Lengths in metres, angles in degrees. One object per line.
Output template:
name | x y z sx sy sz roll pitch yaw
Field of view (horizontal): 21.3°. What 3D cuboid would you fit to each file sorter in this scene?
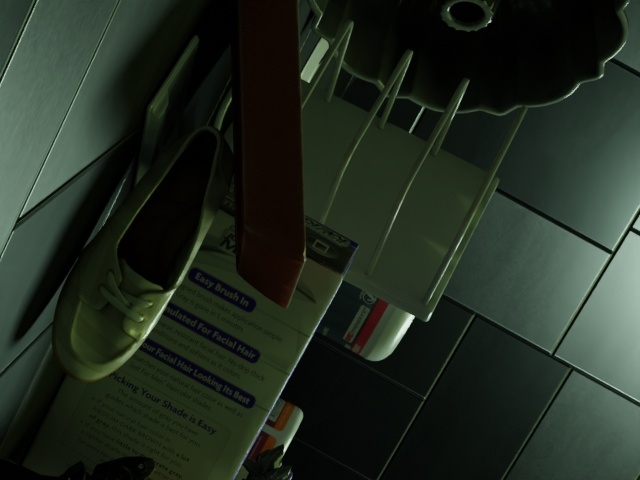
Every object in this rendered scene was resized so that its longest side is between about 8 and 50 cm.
file sorter | 0.040 -0.092 1.716 0.193 0.277 0.173 -60 174 -33

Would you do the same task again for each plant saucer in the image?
plant saucer | -0.045 -0.089 1.359 0.259 0.047 0.258 115 -27 -78

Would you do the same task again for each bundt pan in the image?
bundt pan | 0.154 -0.277 1.741 0.331 0.330 0.124 117 -15 -56

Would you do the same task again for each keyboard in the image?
keyboard | -0.127 -0.078 1.351 0.256 0.014 0.072 116 -2 -67

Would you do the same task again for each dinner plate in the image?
dinner plate | -0.013 -0.226 2.307 0.141 0.017 0.141 -60 177 -5

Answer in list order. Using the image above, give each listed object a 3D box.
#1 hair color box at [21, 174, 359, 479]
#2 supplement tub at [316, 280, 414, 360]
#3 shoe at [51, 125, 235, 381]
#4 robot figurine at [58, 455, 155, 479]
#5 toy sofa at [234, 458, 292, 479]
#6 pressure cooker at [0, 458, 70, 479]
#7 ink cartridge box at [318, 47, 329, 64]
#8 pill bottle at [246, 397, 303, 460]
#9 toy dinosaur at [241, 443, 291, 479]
hair color box | -0.124 0.112 1.595 0.339 0.185 0.110 -61 178 20
supplement tub | 0.000 0.000 1.981 0.191 0.272 0.191 -61 178 -3
shoe | -0.133 0.005 1.277 0.219 0.076 0.058 -61 -175 -13
robot figurine | -0.214 0.326 1.510 0.291 0.211 0.085 -36 177 -20
toy sofa | -0.169 0.385 1.969 0.362 0.150 0.177 -14 -143 25
pressure cooker | -0.202 0.421 1.258 0.420 0.369 0.375 -60 -178 -19
ink cartridge box | 0.097 -0.340 1.930 0.332 0.065 0.165 -38 -163 47
pill bottle | -0.143 0.216 2.149 0.121 0.221 0.121 -61 178 -3
toy dinosaur | -0.175 0.251 1.777 0.164 0.218 0.322 36 -69 56
